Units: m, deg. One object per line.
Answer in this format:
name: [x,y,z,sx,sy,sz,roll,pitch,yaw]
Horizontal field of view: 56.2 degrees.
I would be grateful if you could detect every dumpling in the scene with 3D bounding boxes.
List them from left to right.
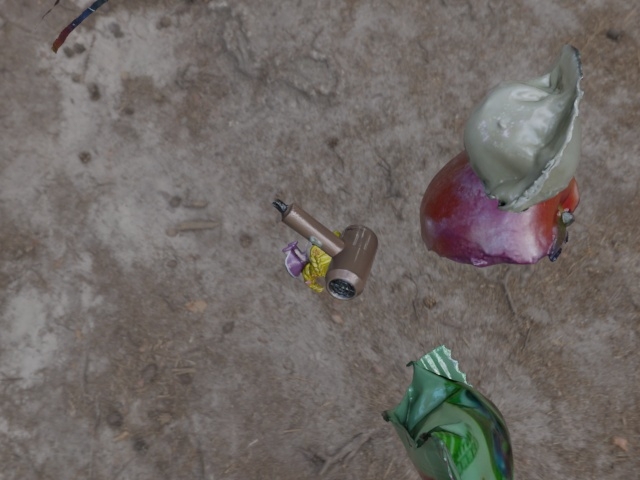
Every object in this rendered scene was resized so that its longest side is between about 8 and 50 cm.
dumpling: [0.248,-0.139,0.691,0.142,0.172,0.247,25,43,-3]

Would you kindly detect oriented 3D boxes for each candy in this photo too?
candy: [0.234,0.357,0.969,0.172,0.398,0.262,-36,94,9]

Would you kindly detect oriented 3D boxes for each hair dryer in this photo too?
hair dryer: [0.000,0.000,0.902,0.182,0.064,0.117,36,44,-11]

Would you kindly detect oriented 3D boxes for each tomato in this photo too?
tomato: [0.310,-0.096,1.105,0.290,0.176,0.335,2,34,38]

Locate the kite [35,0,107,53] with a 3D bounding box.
kite: [-0.309,-0.449,0.904,0.022,0.204,0.360,34,72,17]

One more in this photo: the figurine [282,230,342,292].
figurine: [0.016,0.041,1.165,0.156,0.094,0.114,-19,110,23]
